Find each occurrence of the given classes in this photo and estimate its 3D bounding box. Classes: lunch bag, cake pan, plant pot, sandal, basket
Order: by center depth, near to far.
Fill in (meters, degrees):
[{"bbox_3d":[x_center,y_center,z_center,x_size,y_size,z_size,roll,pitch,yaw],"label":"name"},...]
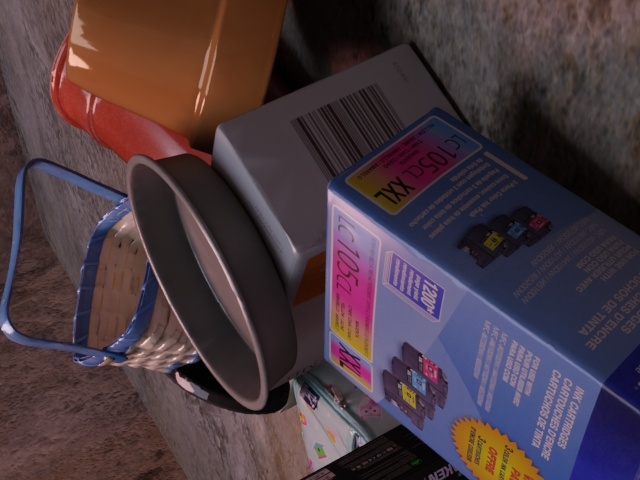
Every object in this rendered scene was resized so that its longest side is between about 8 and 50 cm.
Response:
[{"bbox_3d":[-0.112,0.036,1.265,0.293,0.054,0.293,51,156,32],"label":"cake pan"},{"bbox_3d":[-0.151,-0.244,1.292,0.291,0.203,0.291,-168,90,-82],"label":"plant pot"},{"bbox_3d":[-0.157,-0.165,1.555,0.265,0.272,0.272,46,155,24],"label":"plant pot"},{"bbox_3d":[-0.273,0.040,1.596,0.201,0.289,0.255,-34,48,48],"label":"basket"},{"bbox_3d":[0.063,0.307,1.750,0.224,0.108,0.279,44,152,46],"label":"lunch bag"},{"bbox_3d":[-0.192,0.096,1.790,0.446,0.167,0.107,44,129,42],"label":"sandal"}]

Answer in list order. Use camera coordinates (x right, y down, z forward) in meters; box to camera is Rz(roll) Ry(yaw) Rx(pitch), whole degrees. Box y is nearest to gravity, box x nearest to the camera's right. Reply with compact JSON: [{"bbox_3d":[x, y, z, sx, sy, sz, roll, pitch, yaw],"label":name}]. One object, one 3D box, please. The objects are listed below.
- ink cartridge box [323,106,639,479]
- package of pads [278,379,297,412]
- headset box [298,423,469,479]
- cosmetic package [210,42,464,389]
[{"bbox_3d":[0.191,0.104,1.034,0.395,0.151,0.270,35,149,26],"label":"ink cartridge box"},{"bbox_3d":[-0.070,0.114,1.870,0.229,0.101,0.296,58,159,18],"label":"package of pads"},{"bbox_3d":[0.120,0.388,1.491,0.131,0.246,0.283,18,129,65],"label":"headset box"},{"bbox_3d":[0.000,0.000,1.358,0.161,0.230,0.453,58,160,17],"label":"cosmetic package"}]
